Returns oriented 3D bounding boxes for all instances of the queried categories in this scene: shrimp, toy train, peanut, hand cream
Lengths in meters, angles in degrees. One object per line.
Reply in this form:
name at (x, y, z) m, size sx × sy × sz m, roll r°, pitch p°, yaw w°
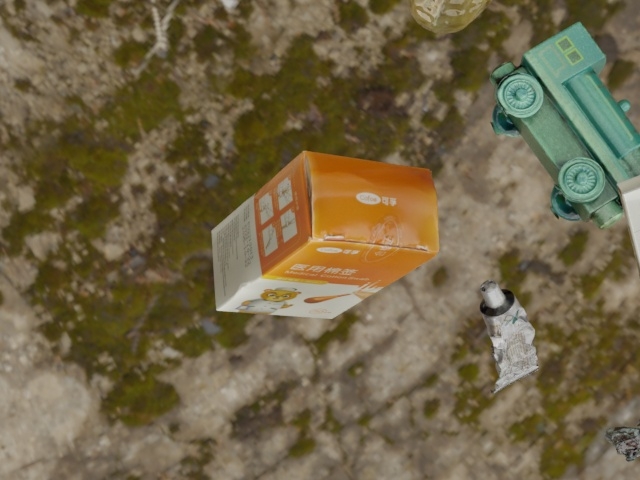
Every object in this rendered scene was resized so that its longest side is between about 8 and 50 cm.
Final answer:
shrimp at (0.337, 0.137, 1.092) m, size 0.082 × 0.076 × 0.174 m, roll 50°, pitch 59°, yaw -26°
toy train at (0.387, -0.167, 1.729) m, size 0.194 × 0.298 × 0.120 m, roll -31°, pitch 165°, yaw -5°
peanut at (0.215, -0.389, 1.632) m, size 0.196 × 0.110 × 0.233 m, roll -28°, pitch 169°, yaw -41°
hand cream at (0.267, 0.140, 1.649) m, size 0.084 × 0.050 × 0.257 m, roll -32°, pitch 139°, yaw -9°

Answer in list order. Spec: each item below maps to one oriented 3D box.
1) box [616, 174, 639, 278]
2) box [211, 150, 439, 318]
box at (0.430, -0.008, 1.397) m, size 0.109 × 0.029 × 0.198 m, roll -20°, pitch 127°, yaw 8°
box at (0.000, 0.000, 1.766) m, size 0.224 × 0.144 × 0.341 m, roll 6°, pitch 156°, yaw -28°
